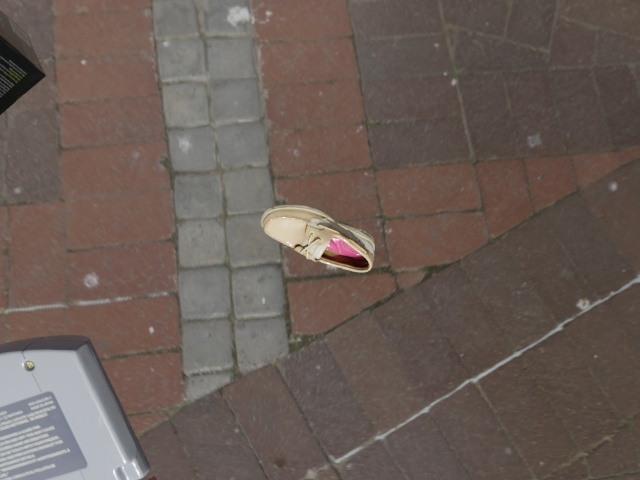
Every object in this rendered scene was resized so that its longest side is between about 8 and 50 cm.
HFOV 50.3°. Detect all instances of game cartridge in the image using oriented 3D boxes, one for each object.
[{"bbox_3d":[-0.364,0.223,0.797,0.297,0.062,0.198,-20,95,16],"label":"game cartridge"}]

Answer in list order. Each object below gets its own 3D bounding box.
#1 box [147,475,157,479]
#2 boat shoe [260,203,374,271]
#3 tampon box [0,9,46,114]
[{"bbox_3d":[-0.193,0.451,0.875,0.128,0.122,0.257,-33,117,-11],"label":"box"},{"bbox_3d":[0.000,0.000,0.934,0.170,0.063,0.059,16,37,-16],"label":"boat shoe"},{"bbox_3d":[-0.430,-0.200,0.801,0.161,0.101,0.120,-39,52,4],"label":"tampon box"}]
